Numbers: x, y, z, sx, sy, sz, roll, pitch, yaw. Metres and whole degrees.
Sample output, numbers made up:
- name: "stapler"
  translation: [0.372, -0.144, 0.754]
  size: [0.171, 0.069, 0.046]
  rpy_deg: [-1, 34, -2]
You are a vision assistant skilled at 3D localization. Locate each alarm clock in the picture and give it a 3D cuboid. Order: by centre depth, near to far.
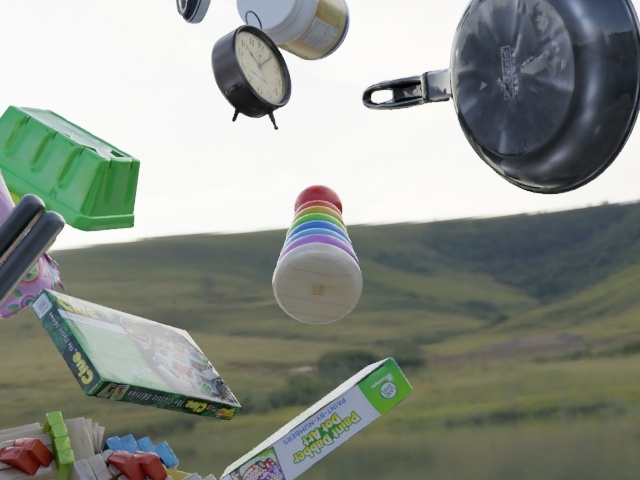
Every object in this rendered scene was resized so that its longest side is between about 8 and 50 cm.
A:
- name: "alarm clock"
  translation: [-0.101, -0.257, 1.476]
  size: [0.064, 0.192, 0.129]
  rpy_deg: [-20, -37, 33]

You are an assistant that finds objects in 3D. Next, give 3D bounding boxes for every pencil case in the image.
- name: "pencil case"
  translation: [-0.510, -0.020, 1.582]
  size: [0.124, 0.284, 0.124]
  rpy_deg: [-23, 16, 7]

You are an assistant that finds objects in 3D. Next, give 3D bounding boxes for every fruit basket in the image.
- name: "fruit basket"
  translation: [-0.647, -0.090, 2.375]
  size: [0.392, 0.392, 0.283]
  rpy_deg: [-9, 0, 20]

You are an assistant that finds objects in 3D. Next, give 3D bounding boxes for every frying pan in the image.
- name: "frying pan"
  translation: [0.131, -0.159, 0.854]
  size: [0.053, 0.197, 0.326]
  rpy_deg: [-9, 29, -36]

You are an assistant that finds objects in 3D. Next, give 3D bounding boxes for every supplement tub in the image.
- name: "supplement tub"
  translation: [-0.048, -0.413, 1.832]
  size: [0.144, 0.144, 0.199]
  rpy_deg: [-11, -9, 27]

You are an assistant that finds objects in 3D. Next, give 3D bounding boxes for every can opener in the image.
- name: "can opener"
  translation: [-0.459, 0.065, 1.412]
  size: [0.076, 0.283, 0.095]
  rpy_deg: [38, -3, 6]

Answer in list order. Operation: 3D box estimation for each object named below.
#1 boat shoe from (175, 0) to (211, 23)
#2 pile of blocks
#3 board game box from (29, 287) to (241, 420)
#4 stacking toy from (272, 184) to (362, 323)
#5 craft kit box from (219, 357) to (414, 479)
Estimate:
- name: "boat shoe"
  translation: [-0.182, -0.362, 1.287]
  size: [0.083, 0.183, 0.065]
  rpy_deg: [-12, 38, -32]
- name: "pile of blocks"
  translation: [-0.305, 0.313, 1.471]
  size: [0.362, 0.149, 0.112]
  rpy_deg: [13, -42, -14]
- name: "board game box"
  translation: [-0.199, 0.133, 1.140]
  size: [0.030, 0.136, 0.259]
  rpy_deg: [-45, -31, 11]
- name: "stacking toy"
  translation: [0.000, 0.000, 1.714]
  size: [0.141, 0.141, 0.330]
  rpy_deg: [-7, 27, 6]
- name: "craft kit box"
  translation: [-0.010, 0.243, 1.290]
  size: [0.246, 0.061, 0.250]
  rpy_deg: [-32, -6, -7]
